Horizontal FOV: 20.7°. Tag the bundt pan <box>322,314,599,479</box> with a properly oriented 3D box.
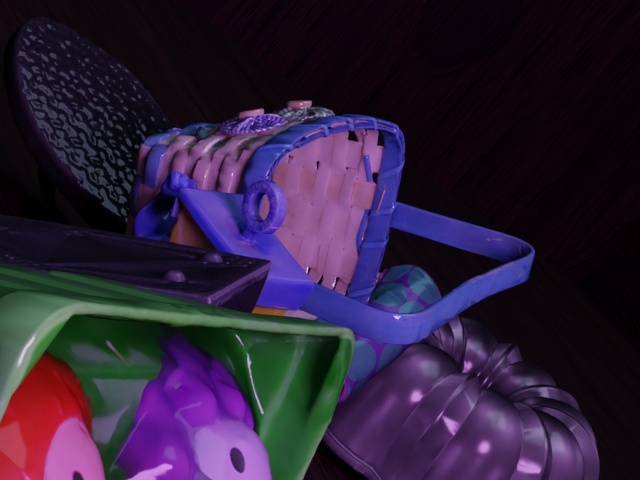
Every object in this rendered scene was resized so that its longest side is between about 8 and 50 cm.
[{"bbox_3d":[0.134,0.162,1.702,0.331,0.124,0.331,31,15,-9],"label":"bundt pan"}]

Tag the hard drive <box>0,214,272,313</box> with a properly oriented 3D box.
[{"bbox_3d":[-0.173,0.023,1.115,0.255,0.054,0.172,9,9,11],"label":"hard drive"}]

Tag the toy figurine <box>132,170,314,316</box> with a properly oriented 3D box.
[{"bbox_3d":[-0.090,0.058,1.217,0.191,0.217,0.362,18,24,-45],"label":"toy figurine"}]

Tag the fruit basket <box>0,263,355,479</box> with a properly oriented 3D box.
[{"bbox_3d":[-0.079,0.173,0.831,0.392,0.283,0.392,24,5,-2],"label":"fruit basket"}]

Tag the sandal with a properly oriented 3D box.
[{"bbox_3d":[-0.159,0.004,1.564,0.445,0.107,0.167,55,30,0],"label":"sandal"}]

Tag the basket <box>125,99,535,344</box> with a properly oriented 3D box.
[{"bbox_3d":[0.000,0.000,1.409,0.289,0.201,0.255,23,21,23],"label":"basket"}]

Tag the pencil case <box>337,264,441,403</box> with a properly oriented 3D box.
[{"bbox_3d":[0.041,0.082,1.562,0.070,0.064,0.152,43,49,11],"label":"pencil case"}]
